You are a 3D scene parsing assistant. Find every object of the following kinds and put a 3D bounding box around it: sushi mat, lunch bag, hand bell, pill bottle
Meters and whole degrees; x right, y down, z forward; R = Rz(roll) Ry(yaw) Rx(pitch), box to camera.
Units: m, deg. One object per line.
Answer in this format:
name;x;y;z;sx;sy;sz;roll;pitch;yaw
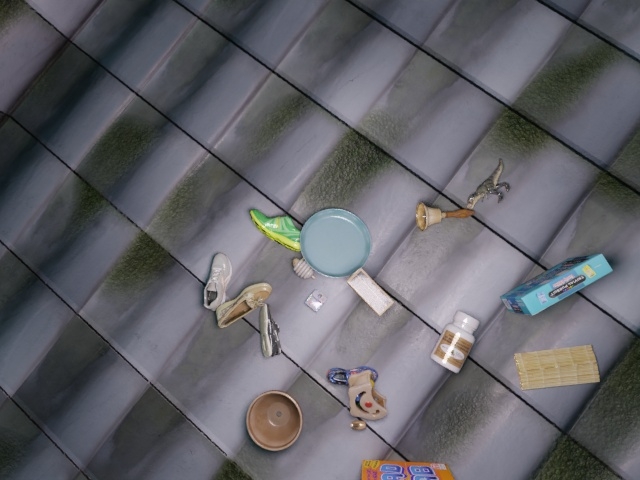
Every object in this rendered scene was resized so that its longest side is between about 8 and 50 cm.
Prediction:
sushi mat;0.975;0.525;1.716;0.316;0.019;0.152;-8;81;5
lunch bag;-0.018;0.267;1.842;0.071;0.053;0.083;39;79;8
hand bell;0.554;-0.114;1.817;0.241;0.126;0.126;-6;82;-7
pill bottle;0.562;0.415;1.719;0.131;0.131;0.229;28;86;9

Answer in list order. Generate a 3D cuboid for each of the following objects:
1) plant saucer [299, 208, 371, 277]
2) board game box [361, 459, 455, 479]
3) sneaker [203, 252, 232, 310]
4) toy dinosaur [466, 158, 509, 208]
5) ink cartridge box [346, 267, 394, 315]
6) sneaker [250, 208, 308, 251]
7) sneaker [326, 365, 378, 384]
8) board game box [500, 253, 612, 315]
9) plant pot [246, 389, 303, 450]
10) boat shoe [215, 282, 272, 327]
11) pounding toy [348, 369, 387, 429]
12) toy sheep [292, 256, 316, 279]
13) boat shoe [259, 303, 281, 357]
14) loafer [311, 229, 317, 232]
plant saucer;0.066;0.014;1.835;0.317;0.044;0.318;2;72;-5
board game box;0.332;1.079;1.546;0.355;0.356;0.357;-1;82;6
sneaker;-0.466;0.185;1.866;0.099;0.121;0.263;4;83;6
toy dinosaur;0.757;-0.232;1.817;0.118;0.064;0.268;38;85;16
ink cartridge box;0.204;0.214;1.732;0.088;0.235;0.193;-43;81;-1
sneaker;-0.187;-0.061;1.887;0.295;0.109;0.124;31;73;6
sneaker;0.134;0.585;1.767;0.221;0.087;0.083;-7;83;6
board game box;0.918;0.177;1.647;0.335;0.254;0.079;-30;82;2
plant pot;-0.188;0.753;1.770;0.237;0.110;0.238;-1;83;5
boat shoe;-0.333;0.289;1.837;0.285;0.105;0.089;-33;39;10
pounding toy;0.194;0.678;1.688;0.154;0.155;0.270;-4;119;6
toy sheep;-0.071;0.126;1.851;0.132;0.091;0.091;38;88;4
boat shoe;-0.223;0.396;1.848;0.079;0.084;0.233;-1;72;-32
loafer;0.000;0.000;1.879;0.045;0.039;0.125;-43;80;-1
